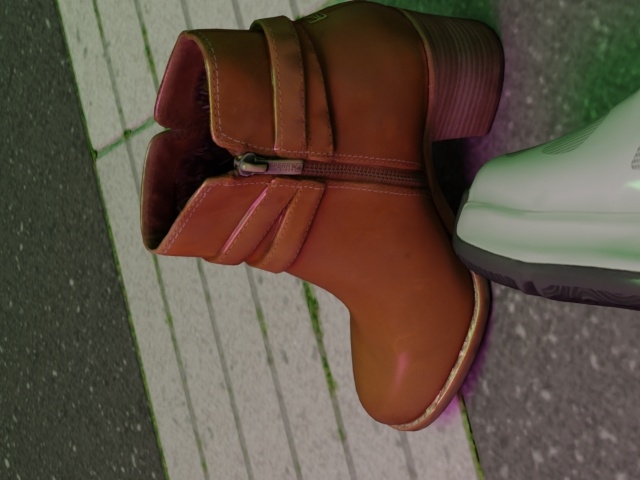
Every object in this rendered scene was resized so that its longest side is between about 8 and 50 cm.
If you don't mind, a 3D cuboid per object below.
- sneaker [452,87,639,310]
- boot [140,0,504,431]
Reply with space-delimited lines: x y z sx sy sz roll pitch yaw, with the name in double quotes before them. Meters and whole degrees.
"sneaker" 0.244 -0.088 0.543 0.447 0.169 0.257 0 83 51
"boot" 0.000 0.000 0.775 0.109 0.220 0.283 33 122 43
